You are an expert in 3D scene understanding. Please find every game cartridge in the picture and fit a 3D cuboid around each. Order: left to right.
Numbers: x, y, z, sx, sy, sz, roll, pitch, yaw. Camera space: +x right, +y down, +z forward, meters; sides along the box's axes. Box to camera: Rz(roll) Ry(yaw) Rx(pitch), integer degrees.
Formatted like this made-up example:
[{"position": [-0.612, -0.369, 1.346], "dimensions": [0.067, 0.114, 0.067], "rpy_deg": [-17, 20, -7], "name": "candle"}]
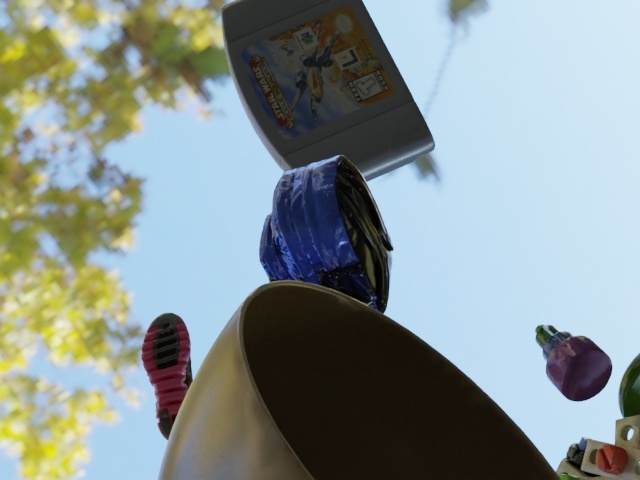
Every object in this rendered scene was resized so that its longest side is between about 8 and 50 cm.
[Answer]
[{"position": [-0.005, -0.203, 2.213], "dimensions": [0.062, 0.198, 0.297], "rpy_deg": [95, 151, -68], "name": "game cartridge"}]

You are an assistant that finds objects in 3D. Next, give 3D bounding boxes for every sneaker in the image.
[{"position": [-0.133, 0.125, 1.579], "dimensions": [0.057, 0.047, 0.119], "rpy_deg": [52, -149, -81], "name": "sneaker"}]

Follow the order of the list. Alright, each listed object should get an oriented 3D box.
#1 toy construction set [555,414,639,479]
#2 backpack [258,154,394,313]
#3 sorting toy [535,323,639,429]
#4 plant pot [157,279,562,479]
[{"position": [0.370, 0.297, 1.864], "dimensions": [0.328, 0.151, 0.215], "rpy_deg": [37, -179, -34], "name": "toy construction set"}, {"position": [0.000, 0.000, 1.399], "dimensions": [0.098, 0.101, 0.120], "rpy_deg": [-90, -17, -55], "name": "backpack"}, {"position": [0.389, 0.142, 1.991], "dimensions": [0.366, 0.127, 0.126], "rpy_deg": [11, -157, -30], "name": "sorting toy"}, {"position": [0.007, 0.191, 1.040], "dimensions": [0.284, 0.191, 0.284], "rpy_deg": [36, -160, -15], "name": "plant pot"}]
